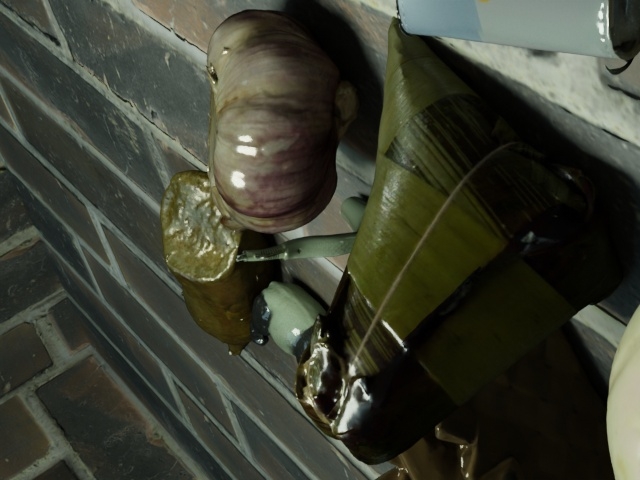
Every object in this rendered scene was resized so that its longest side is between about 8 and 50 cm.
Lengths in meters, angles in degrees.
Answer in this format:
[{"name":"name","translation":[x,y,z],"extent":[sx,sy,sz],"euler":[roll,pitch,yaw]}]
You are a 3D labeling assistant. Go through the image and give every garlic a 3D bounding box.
[{"name":"garlic","translation":[-0.039,-0.123,1.265],"extent":[0.245,0.160,0.245],"euler":[176,90,-80]}]

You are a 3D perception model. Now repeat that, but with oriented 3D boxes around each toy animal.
[{"name":"toy animal","translation":[-0.009,0.143,1.716],"extent":[0.225,0.094,0.121],"euler":[44,148,37]}]

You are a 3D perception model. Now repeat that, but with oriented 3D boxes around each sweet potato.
[{"name":"sweet potato","translation":[-0.140,0.046,1.804],"extent":[0.158,0.158,0.370],"euler":[46,166,30]}]

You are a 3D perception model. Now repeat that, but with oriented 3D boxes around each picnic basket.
[{"name":"picnic basket","translation":[0.119,0.232,1.201],"extent":[0.291,0.321,0.254],"euler":[61,164,-2]}]

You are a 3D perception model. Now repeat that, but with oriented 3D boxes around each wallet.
[{"name":"wallet","translation":[0.135,-0.212,0.841],"extent":[0.231,0.069,0.170],"euler":[24,124,53]}]

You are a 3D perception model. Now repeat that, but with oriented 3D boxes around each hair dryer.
[{"name":"hair dryer","translation":[0.006,-0.006,1.324],"extent":[0.167,0.199,0.067],"euler":[-108,16,-72]}]

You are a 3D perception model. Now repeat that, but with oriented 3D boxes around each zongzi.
[{"name":"zongzi","translation":[0.054,-0.007,1.044],"extent":[0.317,0.289,0.154],"euler":[51,177,28]}]

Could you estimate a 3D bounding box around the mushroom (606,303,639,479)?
[{"name":"mushroom","translation":[0.302,0.116,0.775],"extent":[0.246,0.202,0.246],"euler":[-23,60,48]}]
